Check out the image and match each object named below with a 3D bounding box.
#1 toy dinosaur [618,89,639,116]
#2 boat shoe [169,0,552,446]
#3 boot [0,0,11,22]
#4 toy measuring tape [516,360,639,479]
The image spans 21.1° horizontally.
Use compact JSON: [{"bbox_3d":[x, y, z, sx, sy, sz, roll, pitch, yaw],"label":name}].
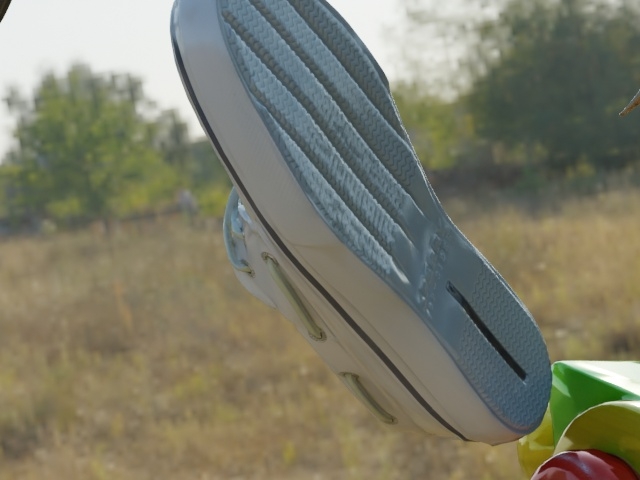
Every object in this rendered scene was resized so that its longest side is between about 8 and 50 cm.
[{"bbox_3d":[0.263,-0.171,1.063,0.064,0.112,0.211,21,48,39],"label":"toy dinosaur"},{"bbox_3d":[0.000,0.000,0.623,0.075,0.226,0.083,-14,33,35],"label":"boat shoe"},{"bbox_3d":[-0.306,-0.142,1.018,0.229,0.263,0.091,0,18,-35],"label":"boot"},{"bbox_3d":[0.159,0.124,0.577,0.121,0.121,0.330,-11,14,-22],"label":"toy measuring tape"}]
